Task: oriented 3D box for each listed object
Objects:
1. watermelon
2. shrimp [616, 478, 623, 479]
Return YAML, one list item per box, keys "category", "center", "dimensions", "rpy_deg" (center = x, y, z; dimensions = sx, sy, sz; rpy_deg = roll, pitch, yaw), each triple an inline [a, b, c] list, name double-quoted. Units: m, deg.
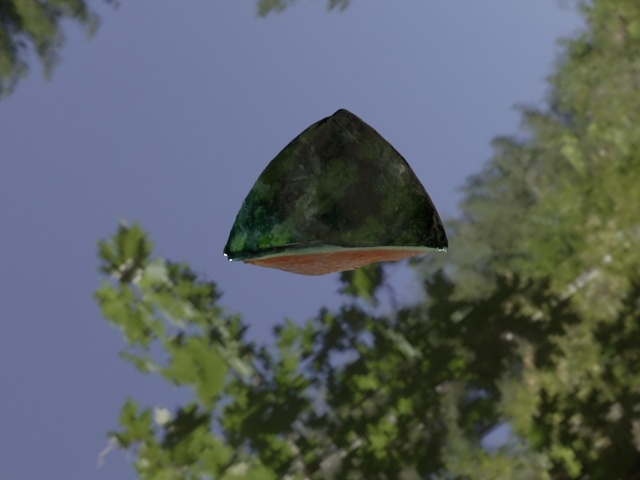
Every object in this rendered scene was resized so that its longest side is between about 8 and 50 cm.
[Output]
- category: "watermelon"
  center: [0.008, 0.001, 1.487]
  dimensions: [0.136, 0.207, 0.202]
  rpy_deg: [46, 159, 42]
- category: "shrimp"
  center: [0.258, 0.195, 0.791]
  dimensions: [0.075, 0.178, 0.289]
  rpy_deg: [58, -175, -21]
